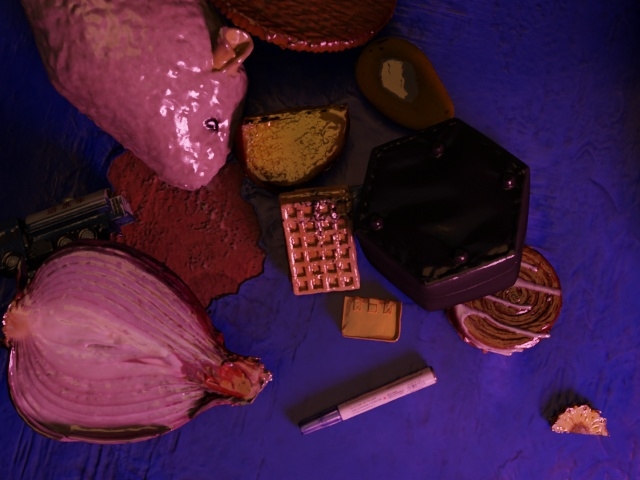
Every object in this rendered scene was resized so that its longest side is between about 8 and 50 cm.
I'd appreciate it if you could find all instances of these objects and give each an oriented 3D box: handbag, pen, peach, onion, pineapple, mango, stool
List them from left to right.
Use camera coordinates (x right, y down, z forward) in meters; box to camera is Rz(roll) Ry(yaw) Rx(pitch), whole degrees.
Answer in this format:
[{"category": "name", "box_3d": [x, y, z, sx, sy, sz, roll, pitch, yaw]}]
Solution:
[{"category": "onion", "box_3d": [-0.237, 0.143, 1.167, 0.349, 0.159, 0.267, 18, 97, -3]}, {"category": "peach", "box_3d": [-0.035, -0.140, 1.213, 0.172, 0.092, 0.127, -33, 95, 1]}, {"category": "pen", "box_3d": [0.065, 0.224, 1.210, 0.204, 0.025, 0.025, -23, 84, 1]}, {"category": "handbag", "box_3d": [0.071, 0.109, 1.219, 0.083, 0.027, 0.061, 7, 86, 4]}, {"category": "mango", "box_3d": [0.121, -0.216, 1.226, 0.161, 0.076, 0.103, 43, 81, -3]}, {"category": "stool", "box_3d": [0.157, -0.032, 1.113, 0.232, 0.141, 0.232, -4, 71, 12]}, {"category": "pineapple", "box_3d": [0.357, 0.245, 1.199, 0.083, 0.019, 0.045, 3, 91, 2]}]

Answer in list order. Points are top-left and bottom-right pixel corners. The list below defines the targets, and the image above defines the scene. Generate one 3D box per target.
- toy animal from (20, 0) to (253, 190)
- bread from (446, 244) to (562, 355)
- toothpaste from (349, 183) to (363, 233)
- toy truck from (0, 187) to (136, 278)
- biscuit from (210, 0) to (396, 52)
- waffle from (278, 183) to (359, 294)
[{"category": "toy animal", "box_3d": [-0.238, -0.250, 1.172, 0.226, 0.188, 0.358, -48, 117, -1]}, {"category": "bread", "box_3d": [0.247, 0.079, 1.191, 0.161, 0.073, 0.160, 0, 85, 3]}, {"category": "toothpaste", "box_3d": [0.152, -0.067, 1.225, 0.269, 0.047, 0.069, -12, 95, 4]}, {"category": "toy truck", "box_3d": [-0.364, -0.011, 1.225, 0.202, 0.074, 0.088, -19, 79, 0]}, {"category": "biscuit", "box_3d": [-0.035, -0.375, 1.199, 0.305, 0.038, 0.305, 10, 59, -16]}, {"category": "waffle", "box_3d": [0.000, 0.000, 1.191, 0.103, 0.042, 0.148, -5, 116, 2]}]
